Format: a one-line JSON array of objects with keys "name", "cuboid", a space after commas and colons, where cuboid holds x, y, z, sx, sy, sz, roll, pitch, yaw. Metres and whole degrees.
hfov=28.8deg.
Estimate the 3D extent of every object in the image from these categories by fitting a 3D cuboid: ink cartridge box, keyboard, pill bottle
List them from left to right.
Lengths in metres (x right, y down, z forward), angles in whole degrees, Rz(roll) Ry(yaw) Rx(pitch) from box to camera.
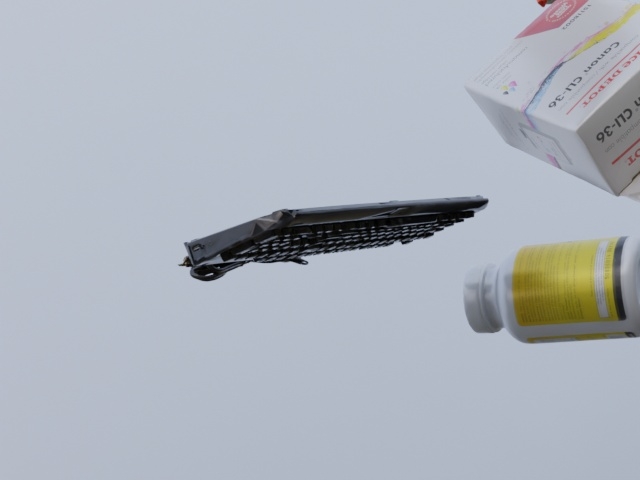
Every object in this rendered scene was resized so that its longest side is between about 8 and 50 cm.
[{"name": "keyboard", "cuboid": [0.000, 0.000, 1.149, 0.201, 0.033, 0.317, -18, -8, 39]}, {"name": "pill bottle", "cuboid": [0.245, 0.053, 1.278, 0.184, 0.103, 0.103, -6, -20, 29]}, {"name": "ink cartridge box", "cuboid": [0.201, -0.104, 0.866, 0.115, 0.198, 0.067, -43, -61, -4]}]

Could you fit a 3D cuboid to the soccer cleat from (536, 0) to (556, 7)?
[{"name": "soccer cleat", "cuboid": [0.213, -0.331, 1.296, 0.068, 0.076, 0.196, -17, -47, 18]}]
